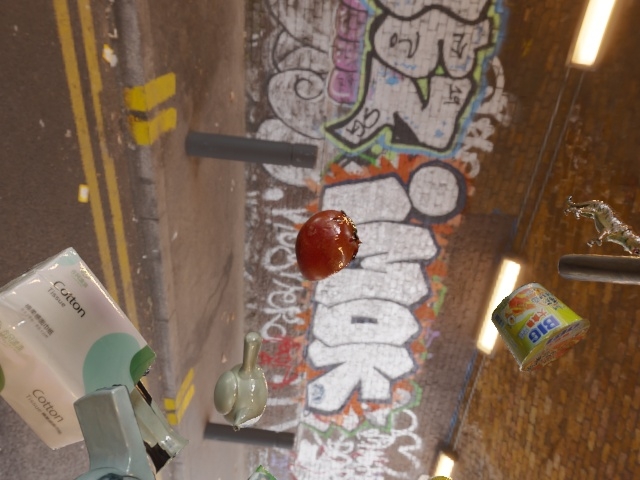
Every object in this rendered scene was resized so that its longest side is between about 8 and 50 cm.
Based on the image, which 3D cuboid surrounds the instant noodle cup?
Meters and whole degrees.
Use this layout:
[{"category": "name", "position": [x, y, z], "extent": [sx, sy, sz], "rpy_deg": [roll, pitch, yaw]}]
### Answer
[{"category": "instant noodle cup", "position": [0.536, 0.213, 1.184], "extent": [0.153, 0.205, 0.205], "rpy_deg": [56, -28, 40]}]

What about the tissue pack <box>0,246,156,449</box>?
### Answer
[{"category": "tissue pack", "position": [-0.574, 0.235, 1.050], "extent": [0.356, 0.194, 0.266], "rpy_deg": [60, 18, -17]}]

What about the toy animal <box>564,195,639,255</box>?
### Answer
[{"category": "toy animal", "position": [0.707, -0.040, 1.181], "extent": [0.241, 0.099, 0.056], "rpy_deg": [-104, 173, -45]}]

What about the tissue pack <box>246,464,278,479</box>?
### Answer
[{"category": "tissue pack", "position": [-0.153, 0.669, 0.977], "extent": [0.311, 0.228, 0.128], "rpy_deg": [-35, 155, -48]}]

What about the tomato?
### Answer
[{"category": "tomato", "position": [0.000, -0.005, 1.819], "extent": [0.170, 0.309, 0.309], "rpy_deg": [51, 29, -31]}]

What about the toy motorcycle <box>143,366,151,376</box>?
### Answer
[{"category": "toy motorcycle", "position": [-0.726, 0.462, 1.775], "extent": [0.058, 0.173, 0.100], "rpy_deg": [-40, -132, 55]}]

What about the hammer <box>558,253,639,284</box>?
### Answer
[{"category": "hammer", "position": [0.444, 0.045, 0.669], "extent": [0.440, 0.044, 0.168], "rpy_deg": [28, 77, -85]}]

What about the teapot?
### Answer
[{"category": "teapot", "position": [-0.258, 0.457, 1.565], "extent": [0.220, 0.149, 0.318], "rpy_deg": [-1, -104, 53]}]

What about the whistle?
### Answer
[{"category": "whistle", "position": [-0.328, 0.376, 0.684], "extent": [0.163, 0.164, 0.289], "rpy_deg": [79, -9, -84]}]

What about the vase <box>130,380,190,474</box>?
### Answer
[{"category": "vase", "position": [-0.521, 0.460, 1.289], "extent": [0.165, 0.360, 0.165], "rpy_deg": [-45, 174, -6]}]

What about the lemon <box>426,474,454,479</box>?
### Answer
[{"category": "lemon", "position": [0.299, 0.633, 1.150], "extent": [0.133, 0.109, 0.109], "rpy_deg": [23, 68, -48]}]
